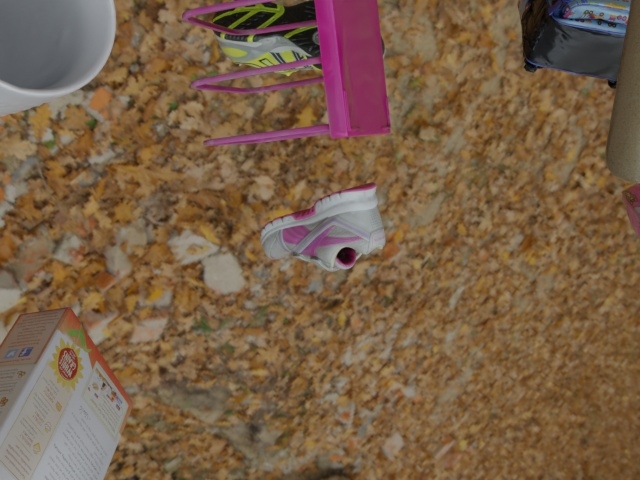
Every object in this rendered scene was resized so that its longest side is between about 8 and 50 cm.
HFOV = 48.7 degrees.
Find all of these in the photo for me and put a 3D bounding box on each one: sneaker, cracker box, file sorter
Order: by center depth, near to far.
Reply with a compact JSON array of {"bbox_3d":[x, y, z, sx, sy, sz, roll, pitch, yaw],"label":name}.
[{"bbox_3d":[-0.274,0.199,0.676,0.067,0.232,0.155,-9,125,14],"label":"cracker box"},{"bbox_3d":[-0.044,-0.253,0.794,0.202,0.182,0.290,-28,113,-70],"label":"file sorter"},{"bbox_3d":[0.000,0.000,1.091,0.103,0.111,0.252,-18,177,-41],"label":"sneaker"},{"bbox_3d":[-0.043,-0.441,1.574,0.147,0.385,0.145,76,30,-67],"label":"sneaker"}]

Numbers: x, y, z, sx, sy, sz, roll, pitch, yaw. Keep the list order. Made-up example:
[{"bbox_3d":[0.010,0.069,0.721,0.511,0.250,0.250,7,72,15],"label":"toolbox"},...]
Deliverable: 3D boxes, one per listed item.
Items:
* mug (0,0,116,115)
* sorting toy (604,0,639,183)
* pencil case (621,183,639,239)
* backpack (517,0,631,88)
[{"bbox_3d":[-0.538,-0.356,1.032,0.374,0.328,0.276,56,49,-29],"label":"mug"},{"bbox_3d":[0.322,-0.176,0.437,0.041,0.229,0.307,-42,139,-74],"label":"sorting toy"},{"bbox_3d":[0.608,-0.091,0.950,0.386,0.167,0.160,-33,133,19],"label":"pencil case"},{"bbox_3d":[0.339,-0.295,0.911,0.158,0.173,0.116,10,140,-5],"label":"backpack"}]
